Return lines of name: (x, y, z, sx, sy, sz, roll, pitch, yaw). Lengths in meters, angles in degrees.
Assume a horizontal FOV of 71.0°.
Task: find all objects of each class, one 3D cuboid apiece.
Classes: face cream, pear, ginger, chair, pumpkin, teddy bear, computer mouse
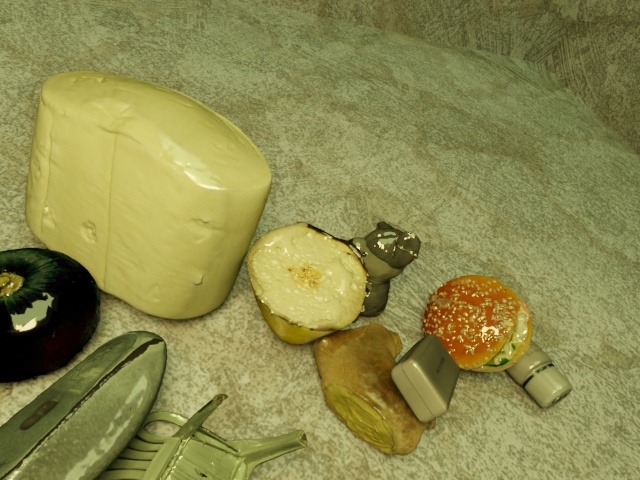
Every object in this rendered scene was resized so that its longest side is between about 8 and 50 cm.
face cream: (0.439, 0.237, 1.050, 0.143, 0.089, 0.314, -8, 44, -27)
pear: (-0.049, 0.104, 0.901, 0.267, 0.178, 0.266, 16, 45, -17)
ginger: (0.108, 0.265, 0.856, 0.276, 0.130, 0.221, 36, 38, 8)
chair: (-0.193, 0.331, 0.630, 0.191, 0.275, 0.203, 42, 40, -14)
pumpkin: (-0.487, 0.117, 0.728, 0.233, 0.163, 0.232, 8, 47, -8)
teddy bear: (0.113, 0.042, 1.008, 0.144, 0.250, 0.171, 17, 30, -8)
computer mouse: (-0.347, 0.274, 0.608, 0.374, 0.203, 0.114, -45, 116, -42)

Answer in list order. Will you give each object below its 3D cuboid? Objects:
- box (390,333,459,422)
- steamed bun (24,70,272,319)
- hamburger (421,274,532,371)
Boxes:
box: (0.198, 0.241, 0.819, 0.103, 0.055, 0.244, 56, 18, 13)
steamed bun: (-0.314, -0.107, 0.865, 0.456, 0.371, 0.290, 33, 29, 11)
hamburger: (0.337, 0.178, 0.980, 0.237, 0.147, 0.236, -9, 57, 14)
